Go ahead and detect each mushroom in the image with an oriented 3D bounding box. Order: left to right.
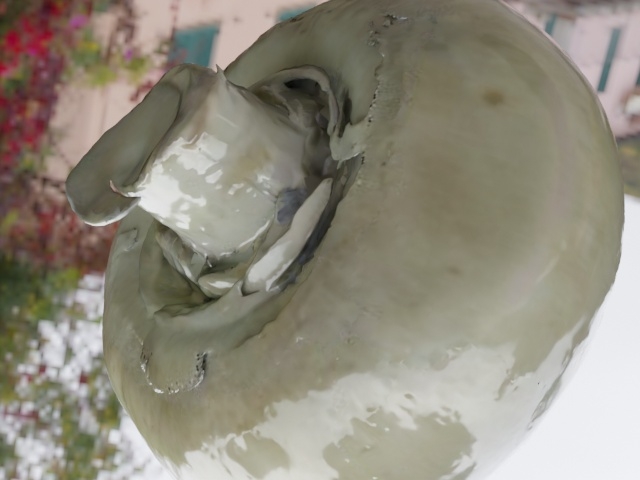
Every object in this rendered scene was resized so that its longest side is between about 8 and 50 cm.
[{"bbox_3d":[0.000,0.000,0.672,0.202,0.246,0.246,30,-173,-37],"label":"mushroom"}]
